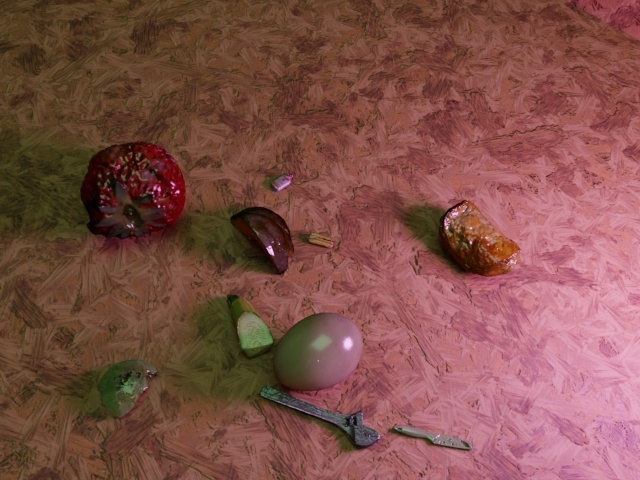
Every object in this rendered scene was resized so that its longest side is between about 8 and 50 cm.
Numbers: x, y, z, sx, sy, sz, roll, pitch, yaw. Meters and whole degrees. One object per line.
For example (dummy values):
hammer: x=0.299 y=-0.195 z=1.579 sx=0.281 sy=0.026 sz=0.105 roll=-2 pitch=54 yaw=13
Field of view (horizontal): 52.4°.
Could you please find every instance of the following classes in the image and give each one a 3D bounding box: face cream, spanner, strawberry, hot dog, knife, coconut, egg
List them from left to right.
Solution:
coconut: x=-0.490 y=0.359 z=1.624 sx=0.133 sy=0.055 sz=0.158 roll=14 pitch=54 yaw=2
strawberry: x=-0.530 y=-0.172 z=1.856 sx=0.291 sy=0.292 sz=0.310 roll=-7 pitch=63 yaw=-11
face cream: x=-0.120 y=-0.187 z=2.065 sx=0.083 sy=0.021 sz=0.040 roll=-37 pitch=68 yaw=-28
egg: x=-0.007 y=0.284 z=1.652 sx=0.241 sy=0.186 sz=0.186 roll=-22 pitch=61 yaw=-14
spanner: x=-0.003 y=0.440 z=1.645 sx=0.325 sy=0.026 sz=0.093 roll=19 pitch=56 yaw=8
hot dog: x=0.000 y=0.000 z=1.951 sx=0.083 sy=0.021 sz=0.037 roll=18 pitch=76 yaw=2
knife: x=0.283 y=0.499 z=1.642 sx=0.207 sy=0.014 sz=0.030 roll=12 pitch=53 yaw=1
hot dog: x=0.473 y=0.008 z=1.948 sx=0.175 sy=0.114 sz=0.259 roll=-28 pitch=65 yaw=-28

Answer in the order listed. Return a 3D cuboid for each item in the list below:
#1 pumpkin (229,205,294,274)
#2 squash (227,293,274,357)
pumpkin: x=-0.154 y=-0.044 z=1.890 sx=0.130 sy=0.149 sz=0.254 roll=-34 pitch=64 yaw=-17
squash: x=-0.203 y=0.210 z=1.747 sx=0.090 sy=0.075 sz=0.200 roll=-35 pitch=61 yaw=3
